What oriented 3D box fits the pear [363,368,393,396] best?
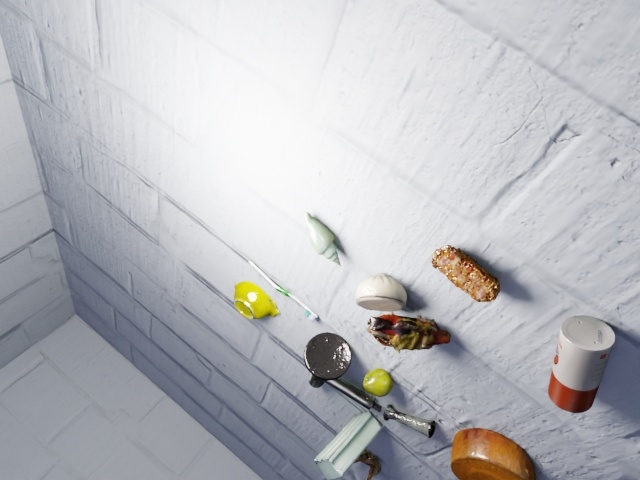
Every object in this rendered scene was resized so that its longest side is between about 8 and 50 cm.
[{"bbox_3d":[0.184,0.455,1.483,0.092,0.097,0.092,7,98,54],"label":"pear"}]

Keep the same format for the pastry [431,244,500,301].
[{"bbox_3d":[0.329,0.070,1.044,0.169,0.063,0.087,43,132,10],"label":"pastry"}]

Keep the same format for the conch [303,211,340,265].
[{"bbox_3d":[0.006,-0.004,1.269,0.065,0.088,0.180,-32,95,6],"label":"conch"}]

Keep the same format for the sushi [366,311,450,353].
[{"bbox_3d":[0.229,0.246,1.225,0.226,0.103,0.097,10,103,1],"label":"sushi"}]

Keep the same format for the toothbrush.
[{"bbox_3d":[-0.129,0.166,1.558,0.304,0.030,0.030,41,141,10],"label":"toothbrush"}]

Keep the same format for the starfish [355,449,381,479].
[{"bbox_3d":[0.158,0.908,1.913,0.190,0.074,0.146,40,140,6],"label":"starfish"}]

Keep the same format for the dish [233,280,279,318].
[{"bbox_3d":[-0.253,0.233,1.681,0.208,0.080,0.148,28,139,22],"label":"dish"}]

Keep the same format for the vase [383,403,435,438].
[{"bbox_3d":[0.295,0.599,1.536,0.167,0.059,0.059,9,129,36],"label":"vase"}]

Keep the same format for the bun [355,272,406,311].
[{"bbox_3d":[0.162,0.130,1.222,0.139,0.094,0.138,7,154,4],"label":"bun"}]

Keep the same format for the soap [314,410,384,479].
[{"bbox_3d":[0.107,0.737,1.670,0.094,0.262,0.150,51,143,7],"label":"soap"}]

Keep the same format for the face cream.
[{"bbox_3d":[0.553,0.269,0.990,0.096,0.096,0.214,16,133,31],"label":"face cream"}]

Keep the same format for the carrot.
[{"bbox_3d":[0.524,0.696,1.406,0.259,0.100,0.307,10,137,33],"label":"carrot"}]

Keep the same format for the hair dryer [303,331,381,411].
[{"bbox_3d":[0.089,0.464,1.602,0.285,0.155,0.320,11,147,9],"label":"hair dryer"}]
